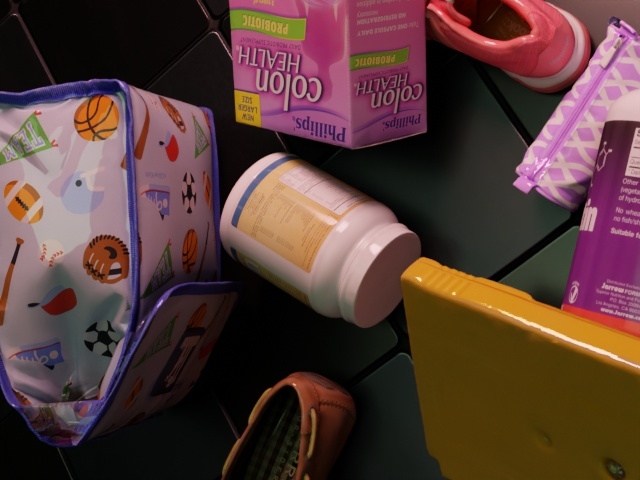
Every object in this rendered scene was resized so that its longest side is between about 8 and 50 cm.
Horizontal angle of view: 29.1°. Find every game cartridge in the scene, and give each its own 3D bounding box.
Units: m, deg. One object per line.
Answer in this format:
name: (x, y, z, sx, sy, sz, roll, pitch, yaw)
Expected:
game cartridge: (0.230, 0.180, 1.203, 0.323, 0.052, 0.285, 23, 137, 38)

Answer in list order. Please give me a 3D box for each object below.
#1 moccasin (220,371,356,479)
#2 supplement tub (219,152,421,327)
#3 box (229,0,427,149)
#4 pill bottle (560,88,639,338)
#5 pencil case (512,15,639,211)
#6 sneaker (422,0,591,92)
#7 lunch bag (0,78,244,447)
moccasin: (-0.078, 0.332, 1.412, 0.139, 0.147, 0.380, 32, 99, 28)
supplement tub: (0.000, 0.000, 1.412, 0.199, 0.144, 0.144, 31, 99, 28)
box: (0.004, -0.243, 1.375, 0.213, 0.117, 0.243, 19, 118, 48)
pill bottle: (0.350, -0.026, 1.202, 0.181, 0.181, 0.323, 13, 90, 29)
pencil case: (0.289, -0.130, 1.302, 0.086, 0.088, 0.206, 36, 102, 30)
sneaker: (0.150, -0.273, 1.368, 0.314, 0.136, 0.116, 29, 97, 29)
lunch bag: (-0.236, 0.026, 1.414, 0.239, 0.328, 0.385, -3, 89, 13)
